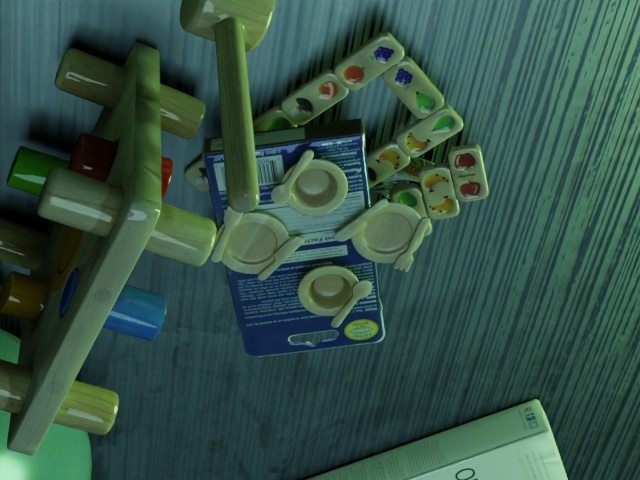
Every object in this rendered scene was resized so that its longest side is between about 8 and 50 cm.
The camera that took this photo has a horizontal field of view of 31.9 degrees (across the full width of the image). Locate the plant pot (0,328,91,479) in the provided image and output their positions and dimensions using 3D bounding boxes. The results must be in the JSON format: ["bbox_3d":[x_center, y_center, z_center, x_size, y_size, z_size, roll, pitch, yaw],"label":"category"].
[{"bbox_3d":[-0.369,0.225,0.990,0.290,0.195,0.290,0,97,1],"label":"plant pot"}]

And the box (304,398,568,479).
[{"bbox_3d":[0.134,0.328,1.300,0.322,0.058,0.232,-20,126,7],"label":"box"}]

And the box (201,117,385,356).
[{"bbox_3d":[-0.019,0.004,0.996,0.137,0.036,0.225,-7,124,1],"label":"box"}]

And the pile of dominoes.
[{"bbox_3d":[0.018,-0.044,0.998,0.251,0.040,0.196,-32,121,26],"label":"pile of dominoes"}]

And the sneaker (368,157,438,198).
[{"bbox_3d":[0.073,-0.056,1.033,0.083,0.032,0.037,7,131,-3],"label":"sneaker"}]

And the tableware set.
[{"bbox_3d":[0.000,0.000,0.962,0.169,0.020,0.141,30,117,-22],"label":"tableware set"}]

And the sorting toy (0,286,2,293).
[{"bbox_3d":[-0.357,0.018,0.923,0.132,0.274,0.046,39,97,5],"label":"sorting toy"}]

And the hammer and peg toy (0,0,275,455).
[{"bbox_3d":[-0.163,-0.037,0.861,0.127,0.266,0.361,20,121,-21],"label":"hammer and peg toy"}]
